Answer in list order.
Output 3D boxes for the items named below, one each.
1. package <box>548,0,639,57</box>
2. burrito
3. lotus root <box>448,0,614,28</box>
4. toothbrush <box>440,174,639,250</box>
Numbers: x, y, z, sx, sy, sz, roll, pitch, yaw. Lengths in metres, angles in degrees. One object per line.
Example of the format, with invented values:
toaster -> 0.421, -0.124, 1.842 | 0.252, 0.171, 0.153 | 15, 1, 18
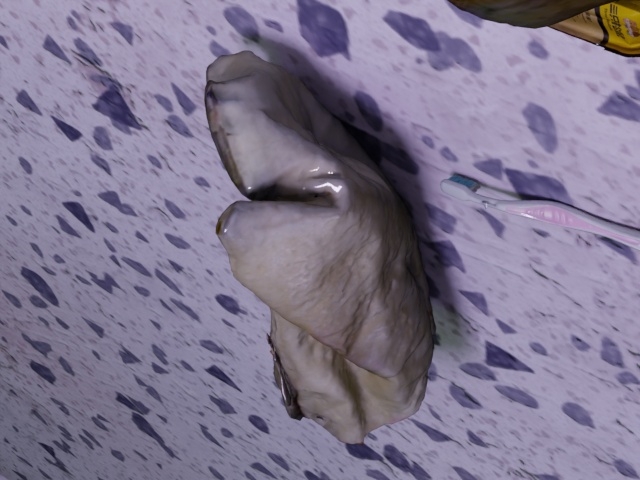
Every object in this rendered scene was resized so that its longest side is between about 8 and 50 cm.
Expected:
package -> 0.169, -0.133, 0.945 | 0.131, 0.071, 0.047 | 23, 151, 33
burrito -> 0.002, 0.002, 1.368 | 0.135, 0.190, 0.332 | -5, 147, 10
lotus root -> 0.142, -0.229, 0.535 | 0.346, 0.250, 0.250 | -26, 116, 31
toothbrush -> 0.163, -0.014, 1.243 | 0.204, 0.022, 0.017 | 20, 134, 39
